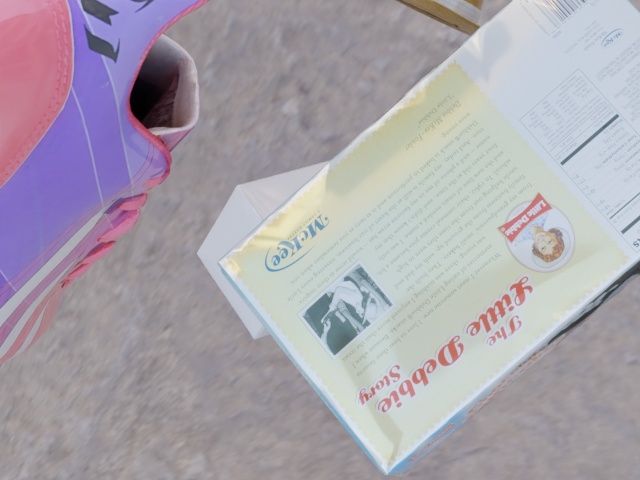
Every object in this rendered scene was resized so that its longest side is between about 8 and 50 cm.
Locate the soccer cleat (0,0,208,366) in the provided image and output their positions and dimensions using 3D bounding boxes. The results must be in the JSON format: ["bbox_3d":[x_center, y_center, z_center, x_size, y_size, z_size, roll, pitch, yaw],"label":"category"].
[{"bbox_3d":[-0.099,-0.028,0.612,0.116,0.318,0.108,-8,71,-9],"label":"soccer cleat"}]

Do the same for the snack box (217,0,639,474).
[{"bbox_3d":[0.110,-0.017,1.117,0.322,0.060,0.187,-41,74,8],"label":"snack box"}]

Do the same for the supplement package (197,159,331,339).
[{"bbox_3d":[0.000,0.000,1.534,0.179,0.105,0.105,-17,63,-40],"label":"supplement package"}]

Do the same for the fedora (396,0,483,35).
[{"bbox_3d":[0.138,-0.294,1.943,0.194,0.194,0.079,25,97,-7],"label":"fedora"}]
